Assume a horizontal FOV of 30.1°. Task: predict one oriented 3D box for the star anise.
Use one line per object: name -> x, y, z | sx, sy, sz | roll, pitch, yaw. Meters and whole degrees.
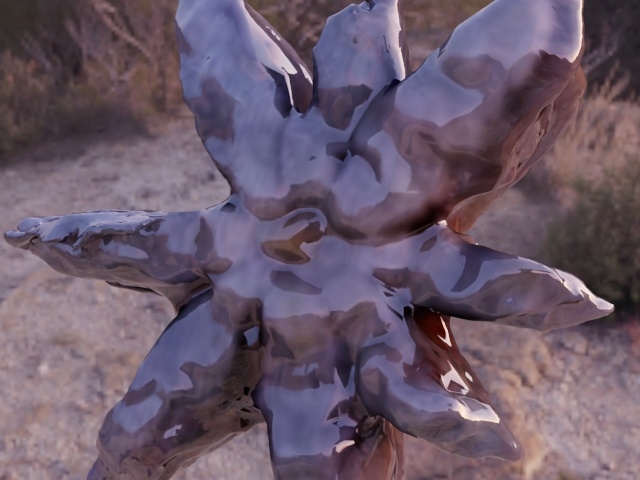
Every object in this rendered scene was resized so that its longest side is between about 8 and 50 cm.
star anise -> 0.000, 0.000, 0.406 | 0.236, 0.229, 0.093 | -35, -15, 18
